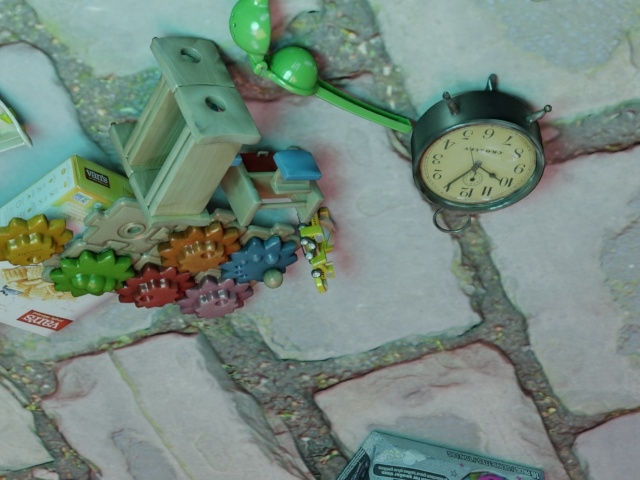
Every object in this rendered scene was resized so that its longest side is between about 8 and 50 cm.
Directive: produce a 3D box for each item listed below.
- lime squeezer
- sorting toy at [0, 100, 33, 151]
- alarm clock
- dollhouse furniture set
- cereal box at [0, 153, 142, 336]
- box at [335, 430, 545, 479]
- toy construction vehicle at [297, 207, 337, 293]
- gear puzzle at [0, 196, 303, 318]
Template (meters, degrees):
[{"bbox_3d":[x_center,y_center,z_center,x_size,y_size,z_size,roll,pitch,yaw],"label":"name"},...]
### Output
[{"bbox_3d":[-0.019,-0.189,1.388,0.110,0.059,0.310,-38,132,-7],"label":"lime squeezer"},{"bbox_3d":[-0.329,-0.118,1.452,0.083,0.045,0.075,-16,128,15],"label":"sorting toy"},{"bbox_3d":[0.150,-0.076,1.493,0.129,0.064,0.192,7,134,-10],"label":"alarm clock"},{"bbox_3d":[-0.083,-0.103,1.436,0.184,0.129,0.129,-3,143,-36],"label":"dollhouse furniture set"},{"bbox_3d":[-0.271,0.013,1.560,0.240,0.047,0.173,-33,144,28],"label":"cereal box"},{"bbox_3d":[0.150,0.364,1.907,0.247,0.142,0.163,15,135,-18],"label":"box"},{"bbox_3d":[0.000,0.000,1.555,0.035,0.086,0.098,-14,135,3],"label":"toy construction vehicle"},{"bbox_3d":[-0.180,0.022,1.518,0.339,0.044,0.175,13,141,-40],"label":"gear puzzle"}]
